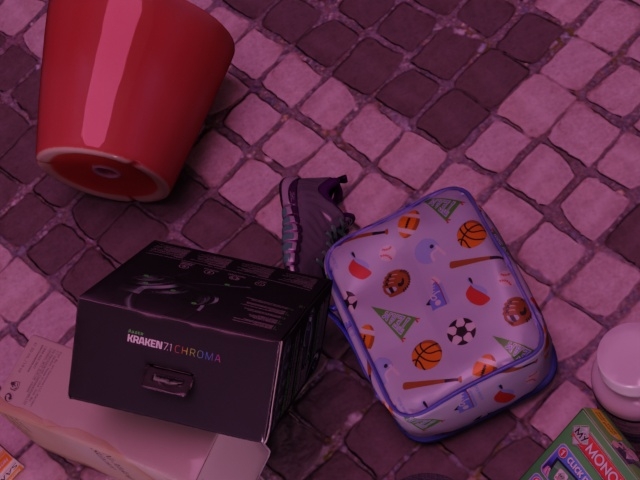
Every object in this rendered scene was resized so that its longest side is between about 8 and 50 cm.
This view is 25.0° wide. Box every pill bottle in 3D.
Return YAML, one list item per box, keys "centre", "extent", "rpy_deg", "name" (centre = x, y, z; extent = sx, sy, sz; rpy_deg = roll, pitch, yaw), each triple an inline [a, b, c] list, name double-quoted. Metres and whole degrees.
- centre: [0.367, 0.168, 1.655]
  extent: [0.108, 0.180, 0.108]
  rpy_deg: [-8, 58, 13]
  name: "pill bottle"

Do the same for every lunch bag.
- centre: [0.141, 0.090, 1.816]
  extent: [0.243, 0.115, 0.303]
  rpy_deg: [-29, 55, 6]
  name: "lunch bag"

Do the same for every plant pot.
- centre: [-0.279, -0.200, 2.047]
  extent: [0.275, 0.275, 0.243]
  rpy_deg: [5, 70, 20]
  name: "plant pot"

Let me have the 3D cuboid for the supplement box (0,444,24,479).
- centre: [-0.452, 0.293, 1.926]
  extent: [0.098, 0.036, 0.062]
  rpy_deg: [32, 75, 30]
  name: "supplement box"

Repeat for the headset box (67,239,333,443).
- centre: [-0.140, 0.116, 1.727]
  extent: [0.246, 0.283, 0.131]
  rpy_deg: [12, 106, 9]
  name: "headset box"

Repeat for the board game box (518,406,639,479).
- centre: [0.319, 0.368, 1.557]
  extent: [0.213, 0.046, 0.317]
  rpy_deg: [-52, 49, 22]
  name: "board game box"

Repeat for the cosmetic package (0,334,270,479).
- centre: [-0.237, 0.238, 1.819]
  extent: [0.310, 0.160, 0.113]
  rpy_deg: [17, 68, 27]
  name: "cosmetic package"

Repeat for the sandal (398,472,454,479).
- centre: [0.076, 0.381, 1.705]
  extent: [0.097, 0.054, 0.254]
  rpy_deg: [35, 85, 38]
  name: "sandal"

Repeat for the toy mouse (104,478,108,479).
- centre: [-0.326, 0.374, 1.841]
  extent: [0.161, 0.031, 0.143]
  rpy_deg: [-34, 56, -4]
  name: "toy mouse"

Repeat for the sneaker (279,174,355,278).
- centre: [0.000, 0.000, 1.934]
  extent: [0.098, 0.083, 0.223]
  rpy_deg: [-9, 57, 6]
  name: "sneaker"
